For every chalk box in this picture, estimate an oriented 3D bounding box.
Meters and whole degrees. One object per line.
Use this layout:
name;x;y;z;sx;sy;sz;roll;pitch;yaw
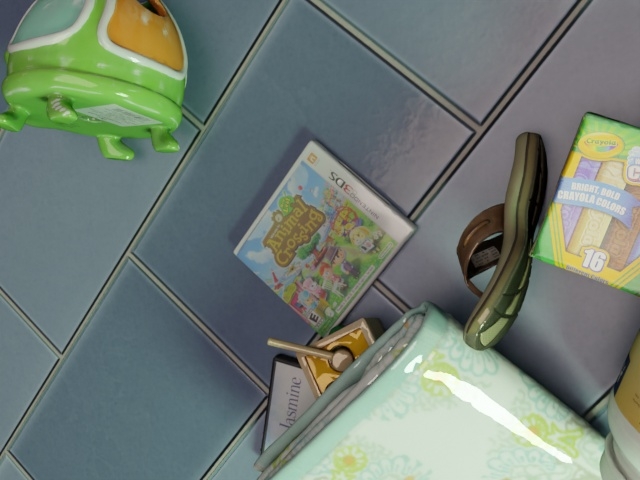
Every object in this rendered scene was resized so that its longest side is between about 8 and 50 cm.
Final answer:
chalk box;0.338;-0.065;0.786;0.132;0.132;0.213;24;107;20

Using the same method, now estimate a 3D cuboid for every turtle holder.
turtle holder;-0.325;-0.247;1.034;0.320;0.244;0.227;-5;77;64

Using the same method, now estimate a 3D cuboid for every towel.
towel;0.130;0.290;0.898;0.321;0.090;0.374;37;113;-13

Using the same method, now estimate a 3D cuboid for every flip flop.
flip flop;0.202;-0.004;0.823;0.080;0.112;0.277;8;68;23

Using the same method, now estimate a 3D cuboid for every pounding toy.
pounding toy;0.026;0.168;0.960;0.130;0.100;0.141;-30;74;16

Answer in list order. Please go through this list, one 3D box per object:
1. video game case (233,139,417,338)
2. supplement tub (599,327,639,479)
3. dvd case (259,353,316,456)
video game case;0.000;0.000;1.008;0.193;0.023;0.212;42;112;14
supplement tub;0.429;0.140;0.709;0.228;0.228;0.316;22;113;20
dvd case;0.034;0.281;1.031;0.253;0.022;0.180;12;102;23
